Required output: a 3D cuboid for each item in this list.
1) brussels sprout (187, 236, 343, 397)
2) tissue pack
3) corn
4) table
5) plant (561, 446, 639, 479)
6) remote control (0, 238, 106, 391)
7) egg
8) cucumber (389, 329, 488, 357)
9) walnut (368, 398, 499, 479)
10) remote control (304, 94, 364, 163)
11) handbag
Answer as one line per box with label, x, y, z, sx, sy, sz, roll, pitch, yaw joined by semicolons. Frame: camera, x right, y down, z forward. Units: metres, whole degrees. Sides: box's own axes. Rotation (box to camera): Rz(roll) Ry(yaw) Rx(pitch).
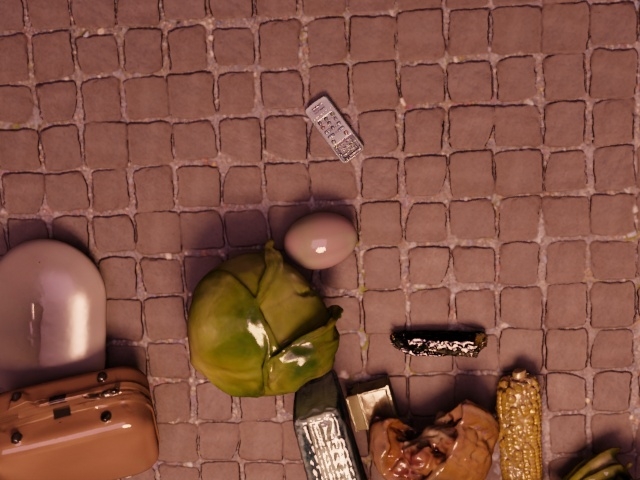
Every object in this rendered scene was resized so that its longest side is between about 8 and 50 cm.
brussels sprout;-0.100;0.148;1.667;0.294;0.227;0.259;-25;100;37
tissue pack;0.030;0.420;1.708;0.103;0.228;0.316;-15;99;3
corn;0.369;0.373;1.747;0.086;0.086;0.288;-4;102;5
table;0.097;0.304;1.765;0.083;0.062;0.079;-16;100;7
plant;0.434;0.486;1.670;0.333;0.180;0.251;8;93;-25
remote control;-0.509;0.159;1.762;0.221;0.103;0.332;5;104;1
egg;0.000;0.000;1.694;0.135;0.103;0.103;-12;100;5
cucumber;0.217;0.188;1.741;0.181;0.053;0.053;3;101;7
walnut;0.213;0.395;1.702;0.238;0.141;0.204;-15;133;13
remote control;0.026;-0.199;1.697;0.053;0.018;0.124;-35;96;11
handbag;-0.443;0.370;1.742;0.301;0.149;0.283;-14;140;-6
